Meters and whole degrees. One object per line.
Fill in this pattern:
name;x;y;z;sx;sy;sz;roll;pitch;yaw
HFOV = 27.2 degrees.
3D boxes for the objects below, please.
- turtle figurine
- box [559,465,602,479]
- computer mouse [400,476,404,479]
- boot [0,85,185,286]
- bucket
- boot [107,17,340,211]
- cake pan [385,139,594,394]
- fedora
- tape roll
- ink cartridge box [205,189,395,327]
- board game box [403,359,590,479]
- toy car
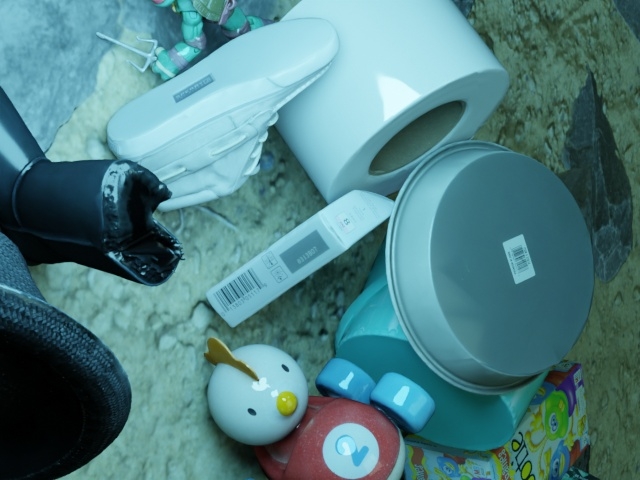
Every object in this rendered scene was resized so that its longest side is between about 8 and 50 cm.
turtle figurine;-0.135;-0.251;1.361;0.234;0.118;0.175;-3;96;-57
box;0.272;0.486;1.785;0.322;0.058;0.232;-37;137;-40
computer mouse;0.088;0.432;1.764;0.071;0.041;0.242;31;61;-67
boot;-0.240;-0.069;1.167;0.094;0.207;0.246;-50;129;-36
bucket;0.161;0.118;1.640;0.183;0.281;0.281;-59;134;-30
boot;-0.084;-0.126;1.370;0.095;0.258;0.123;-110;173;-48
cake pan;0.204;0.027;1.495;0.293;0.054;0.293;6;80;-35
fedora;-0.314;0.077;1.094;0.334;0.334;0.153;43;31;-44
tape roll;0.063;-0.173;1.466;0.246;0.246;0.169;-16;66;-49
ink cartridge box;0.000;0.000;1.499;0.066;0.189;0.232;53;33;-3
board game box;0.250;0.285;1.851;0.275;0.142;0.144;-35;122;-45
toy car;-0.039;0.193;1.467;0.238;0.210;0.219;47;69;-28
